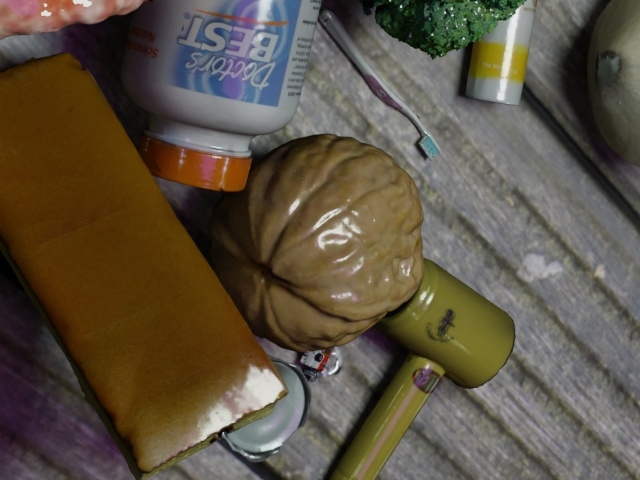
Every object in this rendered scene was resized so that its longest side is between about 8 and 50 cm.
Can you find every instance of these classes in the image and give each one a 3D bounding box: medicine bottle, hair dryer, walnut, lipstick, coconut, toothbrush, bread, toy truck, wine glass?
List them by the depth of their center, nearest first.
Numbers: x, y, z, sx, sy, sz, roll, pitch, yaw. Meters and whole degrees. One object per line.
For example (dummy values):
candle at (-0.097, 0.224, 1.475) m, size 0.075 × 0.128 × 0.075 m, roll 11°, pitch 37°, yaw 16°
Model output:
bread at (-0.180, 0.014, 1.332) m, size 0.138 × 0.077 × 0.361 m, roll -28°, pitch 76°, yaw -19°
medicine bottle at (-0.081, -0.191, 1.378) m, size 0.157 × 0.157 × 0.288 m, roll 7°, pitch 100°, yaw -33°
wine glass at (-0.096, 0.128, 1.449) m, size 0.122 × 0.183 × 0.122 m, roll -9°, pitch 106°, yaw -30°
walnut at (0.000, 0.000, 1.485) m, size 0.213 × 0.213 × 0.213 m, roll -7°, pitch 103°, yaw -31°
toothbrush at (0.060, -0.154, 1.594) m, size 0.204 × 0.017 × 0.022 m, roll 49°, pitch 53°, yaw -30°
toy truck at (0.004, 0.099, 1.601) m, size 0.083 × 0.024 × 0.032 m, roll -64°, pitch 152°, yaw -9°
hair dryer at (0.071, 0.160, 1.627) m, size 0.135 × 0.090 × 0.278 m, roll 34°, pitch 86°, yaw -33°
lipstick at (0.194, -0.270, 1.632) m, size 0.059 × 0.059 × 0.263 m, roll 6°, pitch 96°, yaw -33°
coconut at (0.376, -0.173, 1.684) m, size 0.222 × 0.202 × 0.202 m, roll -5°, pitch 102°, yaw -33°

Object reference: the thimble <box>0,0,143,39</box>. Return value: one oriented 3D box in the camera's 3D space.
thimble at (-0.245, -0.243, 1.257) m, size 0.239 × 0.239 × 0.162 m, roll -17°, pitch 111°, yaw -29°

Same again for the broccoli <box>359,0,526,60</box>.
broccoli at (0.108, -0.296, 1.490) m, size 0.270 × 0.270 × 0.269 m, roll 19°, pitch 89°, yaw -65°
